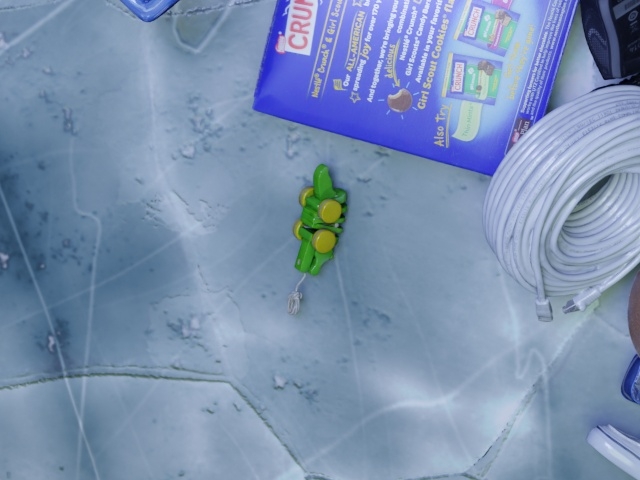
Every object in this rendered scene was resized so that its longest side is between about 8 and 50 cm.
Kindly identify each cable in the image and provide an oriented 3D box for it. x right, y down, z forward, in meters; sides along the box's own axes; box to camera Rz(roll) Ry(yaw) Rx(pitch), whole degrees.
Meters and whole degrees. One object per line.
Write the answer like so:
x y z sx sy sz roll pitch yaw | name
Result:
0.300 -0.051 1.574 0.257 0.089 0.257 -34 141 1 | cable

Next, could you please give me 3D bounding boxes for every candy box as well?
0.110 -0.239 1.601 0.317 0.122 0.268 16 107 2 | candy box

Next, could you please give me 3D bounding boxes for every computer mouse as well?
0.324 -0.243 1.526 0.188 0.072 0.272 -29 141 -12 | computer mouse

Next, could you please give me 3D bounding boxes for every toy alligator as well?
0.000 0.000 1.720 0.051 0.056 0.189 0 109 -34 | toy alligator

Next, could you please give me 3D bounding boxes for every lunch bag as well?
0.409 0.173 1.695 0.098 0.065 0.067 24 88 0 | lunch bag

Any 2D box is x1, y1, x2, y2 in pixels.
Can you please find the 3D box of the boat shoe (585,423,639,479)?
0.426 0.265 1.719 0.226 0.083 0.076 30 95 -12 | boat shoe

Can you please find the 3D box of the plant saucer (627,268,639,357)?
0.429 0.084 1.642 0.168 0.029 0.168 1 88 -20 | plant saucer

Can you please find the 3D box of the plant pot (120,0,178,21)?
-0.162 -0.405 1.551 0.236 0.212 0.236 -41 96 16 | plant pot
